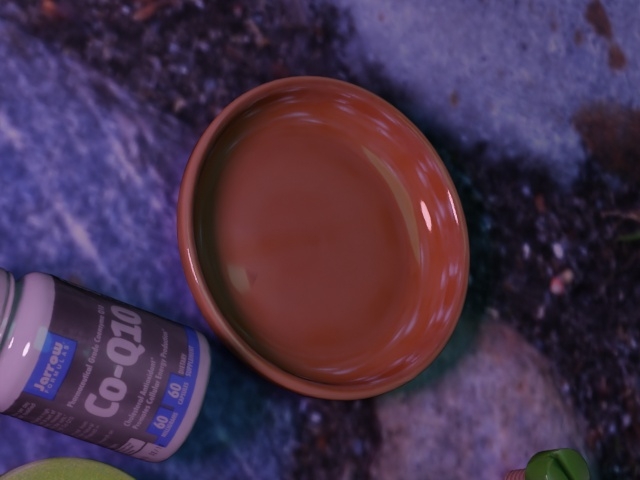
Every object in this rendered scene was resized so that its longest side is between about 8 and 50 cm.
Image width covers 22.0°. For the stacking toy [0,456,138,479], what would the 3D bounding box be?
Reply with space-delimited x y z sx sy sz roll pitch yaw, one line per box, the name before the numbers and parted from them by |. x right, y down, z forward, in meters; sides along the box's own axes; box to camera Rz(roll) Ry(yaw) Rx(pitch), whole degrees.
stacking toy | -0.166 0.215 0.750 0.309 0.130 0.279 11 65 -21

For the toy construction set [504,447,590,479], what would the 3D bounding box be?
toy construction set | 0.230 0.298 0.934 0.257 0.237 0.309 29 64 -21

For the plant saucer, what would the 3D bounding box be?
plant saucer | 0.000 0.000 0.998 0.200 0.037 0.200 8 73 -28

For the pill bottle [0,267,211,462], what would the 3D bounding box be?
pill bottle | -0.134 0.063 0.875 0.137 0.078 0.078 22 66 -24
